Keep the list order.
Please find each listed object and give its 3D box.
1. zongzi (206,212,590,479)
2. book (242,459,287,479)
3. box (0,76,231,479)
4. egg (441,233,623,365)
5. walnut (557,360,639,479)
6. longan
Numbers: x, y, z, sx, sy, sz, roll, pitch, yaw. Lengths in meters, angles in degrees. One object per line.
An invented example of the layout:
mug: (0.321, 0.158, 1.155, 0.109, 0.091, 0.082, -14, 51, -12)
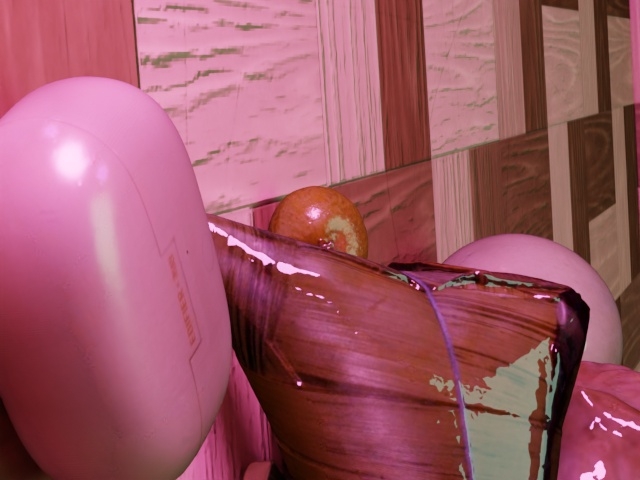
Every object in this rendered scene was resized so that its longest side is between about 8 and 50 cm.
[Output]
zongzi: (0.008, 0.131, 0.928, 0.300, 0.138, 0.286, 22, 67, -26)
book: (-0.014, 0.300, 1.077, 0.289, 0.026, 0.201, 61, 31, -53)
box: (-0.102, 0.024, 0.736, 0.146, 0.088, 0.200, -63, 145, -54)
egg: (0.180, 0.089, 1.429, 0.253, 0.187, 0.186, 51, 41, -65)
walnut: (0.195, 0.198, 1.102, 0.224, 0.224, 0.224, -2, 90, -72)
longan: (0.000, 0.000, 1.068, 0.083, 0.075, 0.075, -140, -136, -76)
